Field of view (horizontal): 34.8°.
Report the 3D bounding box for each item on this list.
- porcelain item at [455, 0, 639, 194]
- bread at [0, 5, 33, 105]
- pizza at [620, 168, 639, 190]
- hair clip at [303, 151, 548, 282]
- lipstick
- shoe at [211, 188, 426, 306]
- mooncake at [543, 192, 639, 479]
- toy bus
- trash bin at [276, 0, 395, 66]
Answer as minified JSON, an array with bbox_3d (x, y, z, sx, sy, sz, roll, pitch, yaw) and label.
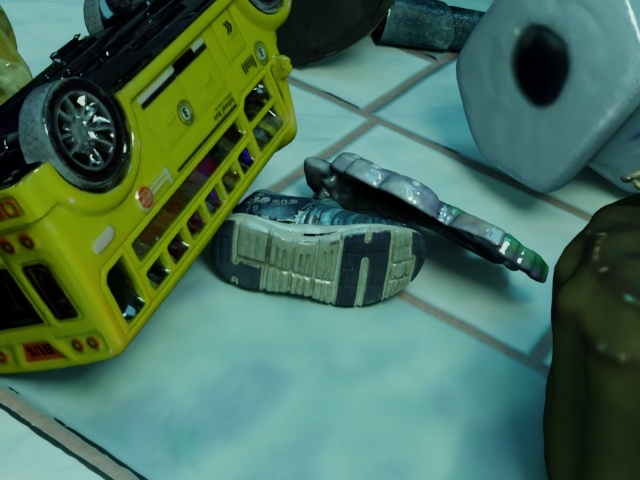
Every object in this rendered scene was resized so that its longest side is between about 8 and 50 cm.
[{"bbox_3d":[0.319,-0.163,0.862,0.405,0.242,0.178,-14,62,-35],"label":"porcelain item"},{"bbox_3d":[-0.310,-0.151,0.750,0.152,0.130,0.267,-11,40,-23],"label":"bread"},{"bbox_3d":[0.205,-0.037,0.559,0.078,0.025,0.083,-20,-2,8],"label":"pizza"},{"bbox_3d":[0.068,-0.014,0.722,0.195,0.052,0.124,26,4,23],"label":"hair clip"},{"bbox_3d":[0.172,-0.207,1.045,0.234,0.053,0.053,9,35,-12],"label":"lipstick"},{"bbox_3d":[0.000,0.000,0.690,0.143,0.064,0.071,6,36,1],"label":"shoe"},{"bbox_3d":[0.259,0.071,0.527,0.290,0.161,0.290,-4,22,2],"label":"mooncake"},{"bbox_3d":[-0.118,-0.071,0.647,0.145,0.151,0.331,-12,29,32],"label":"toy bus"},{"bbox_3d":[-0.017,-0.322,0.993,0.277,0.217,0.262,-19,29,21],"label":"trash bin"}]
